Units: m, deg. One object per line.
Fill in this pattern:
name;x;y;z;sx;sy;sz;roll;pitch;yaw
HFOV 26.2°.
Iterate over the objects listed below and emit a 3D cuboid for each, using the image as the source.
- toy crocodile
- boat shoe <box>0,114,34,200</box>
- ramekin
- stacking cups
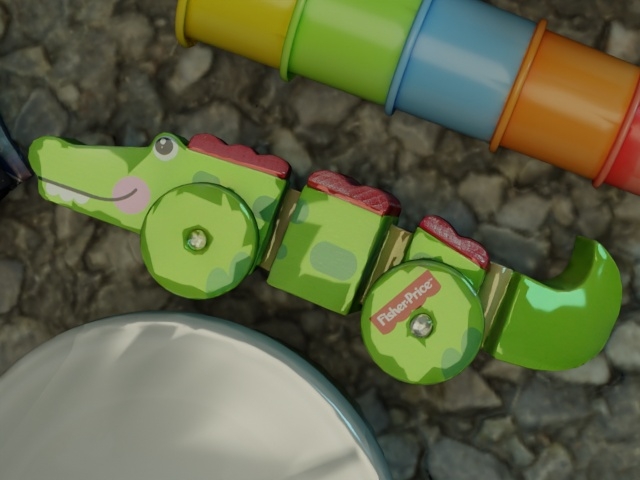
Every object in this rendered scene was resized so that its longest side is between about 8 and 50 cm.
toy crocodile;0.000;0.000;0.781;0.340;0.115;0.105;20;93;5
boat shoe;-0.310;-0.129;0.825;0.158;0.127;0.340;-29;98;4
ramekin;-0.077;0.170;0.802;0.273;0.127;0.273;1;95;9
stacking cups;0.080;-0.100;0.765;0.316;0.096;0.096;21;98;7
